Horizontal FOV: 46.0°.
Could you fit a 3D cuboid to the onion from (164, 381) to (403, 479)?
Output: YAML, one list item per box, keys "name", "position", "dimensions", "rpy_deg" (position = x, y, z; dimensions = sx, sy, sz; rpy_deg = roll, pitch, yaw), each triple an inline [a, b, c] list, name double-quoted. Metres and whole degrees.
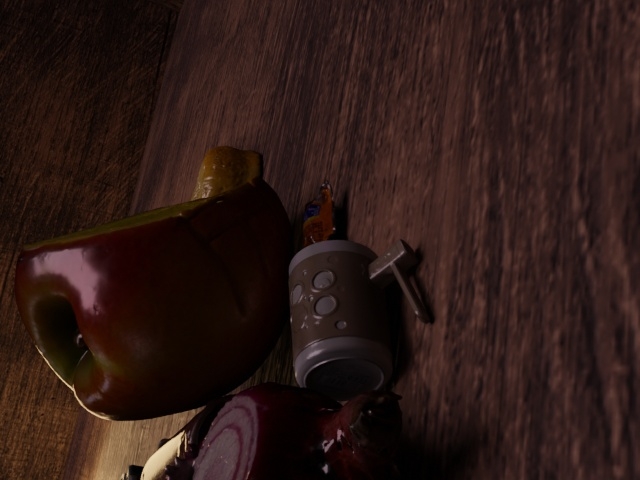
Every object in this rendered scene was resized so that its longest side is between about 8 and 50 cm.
- name: "onion"
  position: [0.002, 0.160, 0.450]
  dimensions: [0.198, 0.135, 0.173]
  rpy_deg: [-42, 32, 32]

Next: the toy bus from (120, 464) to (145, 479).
- name: "toy bus"
  position: [-0.234, 0.381, 0.969]
  dimensions: [0.182, 0.091, 0.103]
  rpy_deg: [-59, 24, 33]

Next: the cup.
- name: "cup"
  position: [0.028, 0.057, 0.546]
  dimensions: [0.074, 0.102, 0.099]
  rpy_deg: [69, -167, -47]

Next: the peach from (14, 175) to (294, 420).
- name: "peach"
  position: [-0.145, 0.049, 0.763]
  dimensions: [0.248, 0.274, 0.245]
  rpy_deg: [25, 134, 36]

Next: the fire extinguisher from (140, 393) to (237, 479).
- name: "fire extinguisher"
  position: [-0.128, 0.234, 0.763]
  dimensions: [0.269, 0.104, 0.105]
  rpy_deg: [135, 146, -54]

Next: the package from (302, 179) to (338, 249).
- name: "package"
  position: [-0.001, 0.000, 0.703]
  dimensions: [0.077, 0.033, 0.111]
  rpy_deg: [-38, 44, 45]

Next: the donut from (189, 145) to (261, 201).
- name: "donut"
  position: [-0.152, -0.063, 1.109]
  dimensions: [0.190, 0.074, 0.174]
  rpy_deg: [-117, 45, -64]
